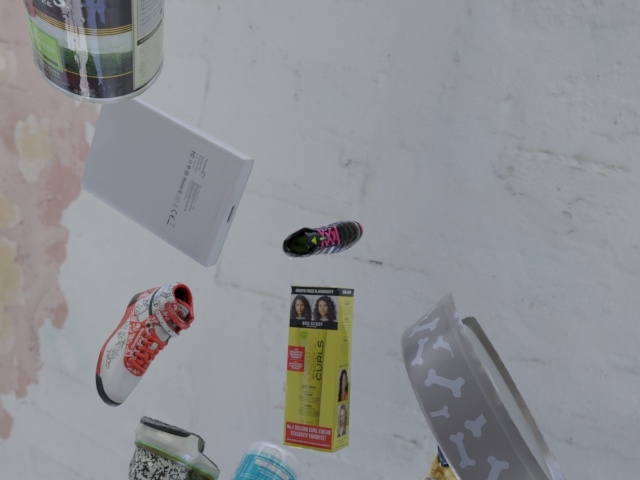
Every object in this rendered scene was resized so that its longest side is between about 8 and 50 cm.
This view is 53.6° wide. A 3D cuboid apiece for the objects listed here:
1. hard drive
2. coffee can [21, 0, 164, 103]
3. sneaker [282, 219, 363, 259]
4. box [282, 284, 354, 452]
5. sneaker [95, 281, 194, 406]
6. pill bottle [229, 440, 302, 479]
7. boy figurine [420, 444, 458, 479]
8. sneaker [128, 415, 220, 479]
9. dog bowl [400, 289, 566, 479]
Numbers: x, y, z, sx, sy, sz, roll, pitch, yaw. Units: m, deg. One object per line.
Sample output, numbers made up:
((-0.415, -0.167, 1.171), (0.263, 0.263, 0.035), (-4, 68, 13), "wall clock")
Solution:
((-0.317, -0.132, 1.267), (0.353, 0.047, 0.233), (30, -70, 19), "hard drive")
((-0.319, -0.357, 0.894), (0.201, 0.202, 0.275), (58, -25, 15), "coffee can")
((0.000, 0.000, 1.239), (0.171, 0.075, 0.063), (-13, -95, 12), "sneaker")
((-0.002, 0.182, 0.925), (0.087, 0.058, 0.232), (1, -95, 27), "box")
((-0.339, 0.193, 1.257), (0.145, 0.270, 0.090), (-19, -53, 25), "sneaker")
((-0.155, 0.598, 1.418), (0.146, 0.264, 0.146), (15, -47, 17), "pill bottle")
((0.257, 0.425, 1.178), (0.092, 0.177, 0.285), (36, -42, 48), "boy figurine")
((-0.318, 0.488, 1.259), (0.158, 0.410, 0.182), (19, -121, 12), "sneaker")
((0.232, 0.245, 0.905), (0.102, 0.349, 0.348), (-31, -104, 12), "dog bowl")
